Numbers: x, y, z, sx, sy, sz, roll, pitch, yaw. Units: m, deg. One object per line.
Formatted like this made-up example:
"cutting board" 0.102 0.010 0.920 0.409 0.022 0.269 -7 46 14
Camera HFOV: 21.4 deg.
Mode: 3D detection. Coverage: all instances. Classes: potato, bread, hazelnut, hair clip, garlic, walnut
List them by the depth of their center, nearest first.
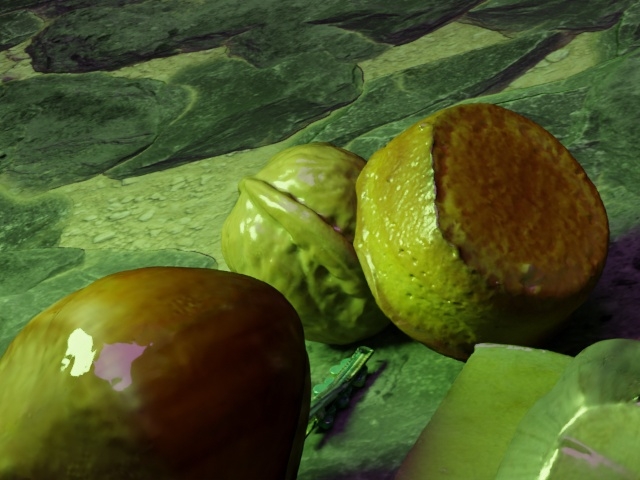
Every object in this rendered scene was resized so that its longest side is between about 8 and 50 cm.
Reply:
"garlic" 0.287 0.230 1.439 0.317 0.259 0.318 -18 58 31
"potato" 0.230 0.225 1.649 0.255 0.112 0.269 3 35 28
"hazelnut" -0.158 0.187 1.667 0.315 0.372 0.372 38 54 24
"bread" 0.189 -0.008 1.931 0.312 0.312 0.172 -40 -3 -38
"hair clip" 0.011 0.176 1.950 0.049 0.049 0.173 0 26 32
"walnut" 0.000 0.000 2.052 0.224 0.257 0.257 -52 33 -4
